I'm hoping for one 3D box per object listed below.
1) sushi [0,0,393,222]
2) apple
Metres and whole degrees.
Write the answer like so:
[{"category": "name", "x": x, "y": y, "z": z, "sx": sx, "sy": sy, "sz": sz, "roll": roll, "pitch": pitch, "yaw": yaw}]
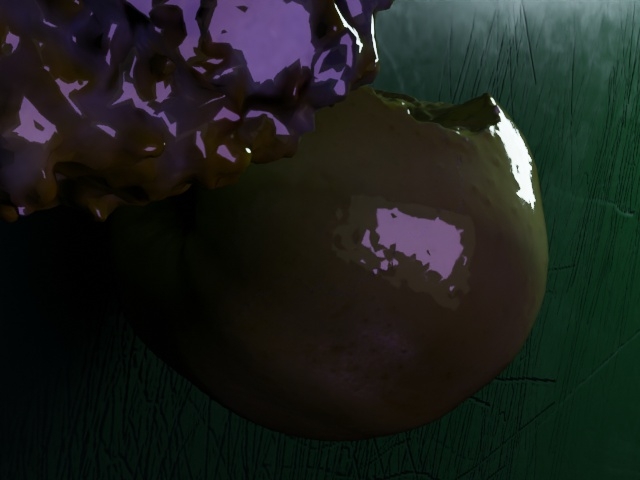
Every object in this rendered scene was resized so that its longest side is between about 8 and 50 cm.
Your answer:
[{"category": "sushi", "x": -0.136, "y": -0.199, "z": 0.688, "sx": 0.396, "sy": 0.240, "sz": 0.351, "roll": 45, "pitch": 66, "yaw": -34}, {"category": "apple", "x": 0.000, "y": 0.000, "z": 1.023, "sx": 0.279, "sy": 0.279, "sz": 0.279, "roll": -28, "pitch": 125, "yaw": -51}]
